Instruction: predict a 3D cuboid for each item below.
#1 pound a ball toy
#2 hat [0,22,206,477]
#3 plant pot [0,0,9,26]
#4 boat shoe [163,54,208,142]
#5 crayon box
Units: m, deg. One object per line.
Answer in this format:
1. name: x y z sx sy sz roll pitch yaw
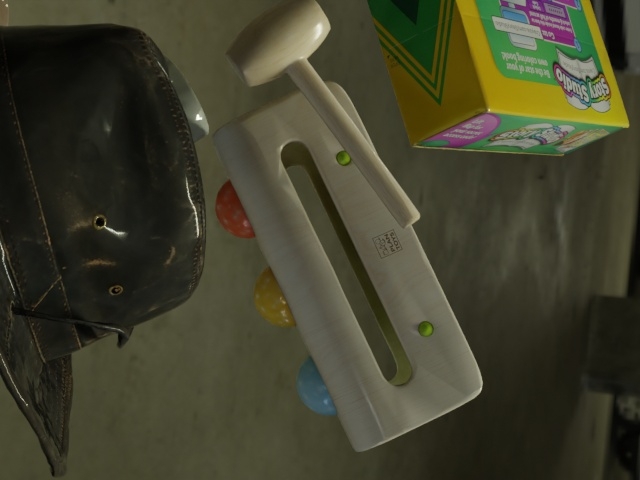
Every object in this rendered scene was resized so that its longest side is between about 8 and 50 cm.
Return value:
1. pound a ball toy: 0.000 0.000 0.886 0.208 0.135 0.319 101 -36 -84
2. hat: -0.137 -0.036 0.656 0.331 0.133 0.331 166 -90 -85
3. plant pot: -0.500 -0.300 1.557 0.109 0.237 0.237 12 82 -43
4. boat shoe: -0.199 -0.106 1.023 0.091 0.305 0.109 -37 109 -20
5. crayon box: 0.184 -0.258 1.253 0.363 0.106 0.313 -3 76 -54
